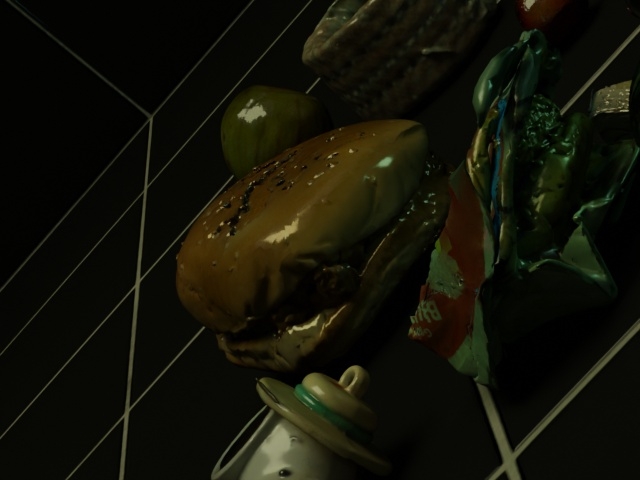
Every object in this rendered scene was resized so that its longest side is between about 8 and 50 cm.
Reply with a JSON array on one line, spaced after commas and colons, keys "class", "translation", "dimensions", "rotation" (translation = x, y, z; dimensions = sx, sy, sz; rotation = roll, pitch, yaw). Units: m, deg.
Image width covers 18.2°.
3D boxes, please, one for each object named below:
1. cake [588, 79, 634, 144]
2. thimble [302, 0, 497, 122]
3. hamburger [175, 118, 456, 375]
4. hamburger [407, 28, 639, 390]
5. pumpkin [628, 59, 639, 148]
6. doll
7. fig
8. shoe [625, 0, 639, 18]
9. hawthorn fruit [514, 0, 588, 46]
[{"class": "cake", "translation": [0.293, -0.109, 1.672], "dimensions": [0.121, 0.065, 0.052], "rotation": [-12, 31, 29]}, {"class": "thimble", "translation": [0.090, -0.253, 2.406], "dimensions": [0.196, 0.148, 0.229], "rotation": [-57, 14, -22]}, {"class": "hamburger", "translation": [0.000, -0.002, 2.033], "dimensions": [0.284, 0.174, 0.304], "rotation": [-44, 18, -23]}, {"class": "hamburger", "translation": [0.178, -0.029, 1.610], "dimensions": [0.260, 0.150, 0.276], "rotation": [-52, -22, -76]}, {"class": "pumpkin", "translation": [0.305, -0.105, 1.380], "dimensions": [0.190, 0.146, 0.190], "rotation": [-44, 15, 15]}, {"class": "doll", "translation": [-0.066, 0.228, 1.690], "dimensions": [0.271, 0.144, 0.208], "rotation": [-31, 33, 42]}, {"class": "fig", "translation": [-0.050, -0.105, 2.555], "dimensions": [0.142, 0.186, 0.148], "rotation": [-11, 24, -24]}, {"class": "shoe", "translation": [0.333, -0.261, 1.765], "dimensions": [0.125, 0.099, 0.227], "rotation": [-50, 7, -32]}, {"class": "hawthorn fruit", "translation": [0.241, -0.238, 2.070], "dimensions": [0.077, 0.077, 0.077], "rotation": [-46, 15, 16]}]
